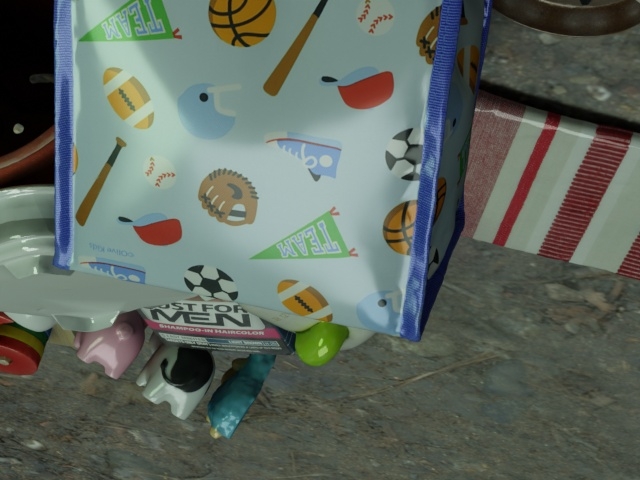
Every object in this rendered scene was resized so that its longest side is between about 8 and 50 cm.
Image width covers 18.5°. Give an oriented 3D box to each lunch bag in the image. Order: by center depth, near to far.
[{"bbox_3d":[-0.032,-0.156,1.554,0.327,0.239,0.386,9,125,10],"label":"lunch bag"}]

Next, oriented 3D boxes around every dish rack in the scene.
[{"bbox_3d":[-0.241,0.027,1.851,0.285,0.072,0.332,-17,164,38],"label":"dish rack"}]

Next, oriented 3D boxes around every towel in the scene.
[{"bbox_3d":[0.273,-0.045,1.908,0.329,0.037,0.237,14,151,-1],"label":"towel"}]

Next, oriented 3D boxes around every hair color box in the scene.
[{"bbox_3d":[-0.148,-0.002,2.131,0.173,0.105,0.347,2,150,23],"label":"hair color box"}]

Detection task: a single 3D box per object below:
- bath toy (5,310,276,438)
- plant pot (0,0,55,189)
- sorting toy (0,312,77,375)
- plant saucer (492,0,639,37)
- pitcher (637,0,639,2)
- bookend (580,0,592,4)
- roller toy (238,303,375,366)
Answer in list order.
[{"bbox_3d":[-0.221,0.097,2.343,0.348,0.129,0.151,31,-174,-20],"label":"bath toy"},{"bbox_3d":[-0.293,-0.132,1.811,0.272,0.272,0.265,10,161,11],"label":"plant pot"},{"bbox_3d":[-0.456,0.078,2.461,0.255,0.089,0.257,8,152,13],"label":"sorting toy"},{"bbox_3d":[0.200,-0.225,1.604,0.168,0.029,0.168,13,153,7],"label":"plant saucer"},{"bbox_3d":[0.356,-0.194,1.504,0.207,0.126,0.177,13,176,29],"label":"pitcher"},{"bbox_3d":[0.260,-0.253,1.378,0.157,0.156,0.072,0,149,27],"label":"bookend"},{"bbox_3d":[0.000,0.000,1.966,0.146,0.209,0.191,25,113,-20],"label":"roller toy"}]
